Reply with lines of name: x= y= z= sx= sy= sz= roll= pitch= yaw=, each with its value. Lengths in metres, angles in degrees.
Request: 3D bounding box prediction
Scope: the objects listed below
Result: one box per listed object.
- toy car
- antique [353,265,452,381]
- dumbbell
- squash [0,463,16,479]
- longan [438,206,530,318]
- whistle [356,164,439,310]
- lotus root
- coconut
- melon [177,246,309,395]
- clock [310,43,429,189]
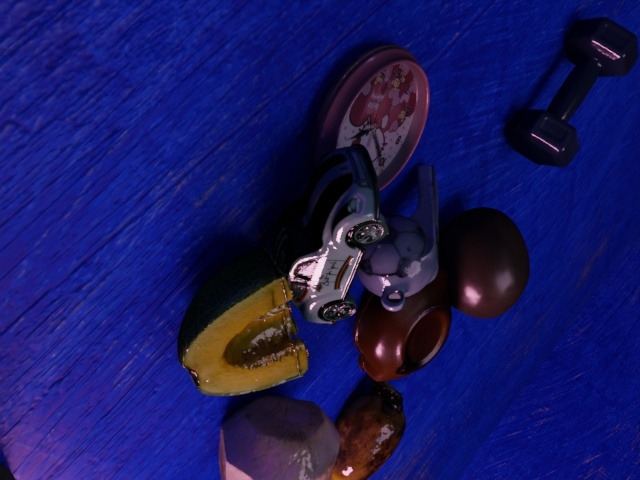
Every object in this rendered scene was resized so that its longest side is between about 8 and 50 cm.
toy car: x=0.000 y=0.000 z=0.879 sx=0.125 sy=0.136 sz=0.305 roll=-3 pitch=142 yaw=-15
antique: x=0.178 y=0.173 z=1.286 sx=0.224 sy=0.129 sz=0.278 roll=3 pitch=115 yaw=-41
dumbbell: x=0.553 y=-0.324 z=1.360 sx=0.144 sy=0.160 sz=0.324 roll=33 pitch=89 yaw=-27
squash: x=-0.433 y=0.338 z=0.684 sx=0.220 sy=0.133 sz=0.220 roll=-16 pitch=119 yaw=-31
longan: x=0.349 y=0.046 z=1.341 sx=0.246 sy=0.215 sz=0.245 roll=-172 pitch=-90 yaw=-85
whistle: x=0.135 y=0.000 z=1.112 sx=0.163 sy=0.164 sz=0.289 roll=71 pitch=20 yaw=-52
lotus root: x=0.104 y=0.466 z=1.449 sx=0.314 sy=0.141 sz=0.169 roll=-58 pitch=151 yaw=2
coconut: x=-0.072 y=0.389 z=1.099 sx=0.237 sy=0.197 sz=0.236 roll=-36 pitch=140 yaw=-38
melon: x=-0.125 y=0.114 z=0.870 sx=0.169 sy=0.129 sz=0.265 roll=-25 pitch=144 yaw=-13
clock: x=0.077 y=-0.174 z=0.936 sx=0.244 sy=0.056 sz=0.244 roll=-35 pitch=142 yaw=-32
